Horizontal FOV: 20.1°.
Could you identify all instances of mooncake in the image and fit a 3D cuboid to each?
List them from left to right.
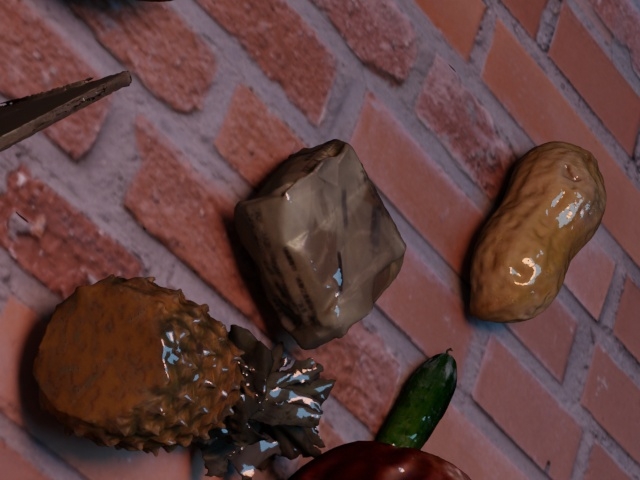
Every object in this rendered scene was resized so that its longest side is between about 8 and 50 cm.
[{"bbox_3d":[0.000,0.000,1.310,0.130,0.073,0.125,-41,114,-48],"label":"mooncake"}]

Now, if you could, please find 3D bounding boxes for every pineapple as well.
[{"bbox_3d":[-0.076,0.100,1.189,0.251,0.125,0.125,24,64,-56],"label":"pineapple"}]

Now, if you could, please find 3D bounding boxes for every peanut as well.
[{"bbox_3d":[0.184,-0.012,1.524,0.214,0.099,0.099,-51,120,-36],"label":"peanut"}]

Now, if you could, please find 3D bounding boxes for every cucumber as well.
[{"bbox_3d":[0.074,0.137,1.395,0.039,0.039,0.168,56,47,-25],"label":"cucumber"}]

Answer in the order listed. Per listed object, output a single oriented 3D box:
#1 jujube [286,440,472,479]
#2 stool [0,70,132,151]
[{"bbox_3d":[0.022,0.250,1.192,0.183,0.183,0.243,47,51,-32],"label":"jujube"},{"bbox_3d":[-0.276,-0.137,0.946,0.269,0.170,0.244,-35,110,-48],"label":"stool"}]
